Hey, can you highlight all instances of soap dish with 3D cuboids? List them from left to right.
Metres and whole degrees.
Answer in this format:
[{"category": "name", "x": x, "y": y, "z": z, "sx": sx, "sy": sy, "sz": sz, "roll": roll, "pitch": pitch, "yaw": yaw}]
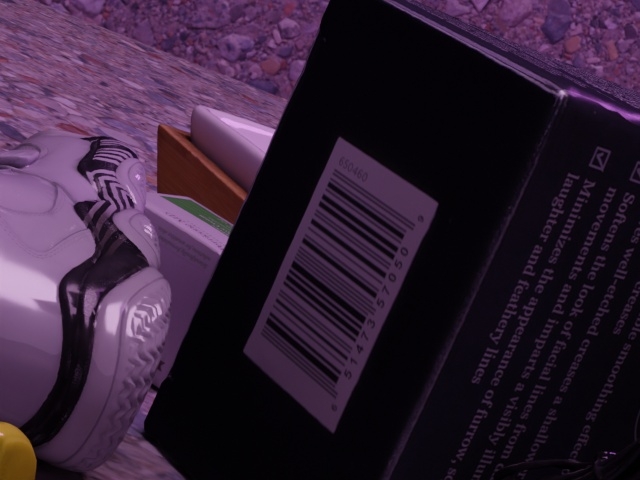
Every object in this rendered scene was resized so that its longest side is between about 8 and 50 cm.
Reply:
[{"category": "soap dish", "x": 0.000, "y": 0.000, "z": 1.566, "sx": 0.229, "sy": 0.118, "sz": 0.291, "roll": 18, "pitch": 12, "yaw": -29}]

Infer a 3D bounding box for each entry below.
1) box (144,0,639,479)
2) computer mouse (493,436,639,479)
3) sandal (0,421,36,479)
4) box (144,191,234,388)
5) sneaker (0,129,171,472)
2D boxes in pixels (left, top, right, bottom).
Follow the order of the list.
[{"category": "box", "x": 0.150, "y": 0.058, "z": 1.113, "sx": 0.395, "sy": 0.293, "sz": 0.212, "roll": 16, "pitch": 13, "yaw": -39}, {"category": "computer mouse", "x": 0.210, "y": 0.170, "z": 0.972, "sx": 0.272, "sy": 0.188, "sz": 0.072, "roll": 28, "pitch": 43, "yaw": -42}, {"category": "sandal", "x": -0.217, "y": 0.097, "z": 0.604, "sx": 0.138, "sy": 0.126, "sz": 0.317, "roll": 23, "pitch": 1, "yaw": 13}, {"category": "box", "x": -0.095, "y": 0.032, "z": 1.226, "sx": 0.101, "sy": 0.102, "sz": 0.087, "roll": 31, "pitch": 14, "yaw": 29}, {"category": "sneaker", "x": -0.211, "y": -0.009, "z": 1.062, "sx": 0.210, "sy": 0.137, "sz": 0.366, "roll": 23, "pitch": 13, "yaw": -20}]
